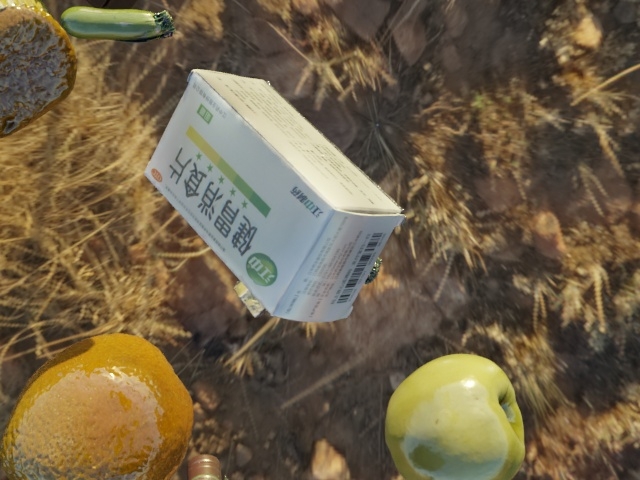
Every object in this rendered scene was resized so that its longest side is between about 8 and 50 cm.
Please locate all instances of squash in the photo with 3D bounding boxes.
[{"bbox_3d":[-0.311,-0.327,1.549,0.184,0.052,0.052,6,97,11],"label":"squash"}]

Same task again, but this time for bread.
[{"bbox_3d":[-0.542,-0.298,1.697,0.253,0.227,0.142,-33,49,-13],"label":"bread"}]

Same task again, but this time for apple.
[{"bbox_3d":[0.250,0.342,1.867,0.263,0.262,0.262,0,96,3],"label":"apple"}]

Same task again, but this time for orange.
[{"bbox_3d":[-0.418,0.354,1.915,0.357,0.322,0.322,-36,94,-20],"label":"orange"}]

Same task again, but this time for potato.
[{"bbox_3d":[-0.102,0.080,1.929,0.122,0.086,0.061,-45,111,-2],"label":"potato"}]

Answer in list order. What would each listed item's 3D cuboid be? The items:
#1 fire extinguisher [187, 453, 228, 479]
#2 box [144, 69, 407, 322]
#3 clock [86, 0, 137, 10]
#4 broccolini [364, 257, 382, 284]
[{"bbox_3d":[-0.128,0.322,1.207,0.078,0.157,0.045,-13,122,0],"label":"fire extinguisher"},{"bbox_3d":[-0.064,-0.061,1.334,0.333,0.145,0.173,46,119,31],"label":"box"},{"bbox_3d":[-0.419,-0.518,1.776,0.279,0.273,0.049,41,62,-13],"label":"clock"},{"bbox_3d":[0.000,0.000,1.655,0.216,0.067,0.058,32,138,2],"label":"broccolini"}]
